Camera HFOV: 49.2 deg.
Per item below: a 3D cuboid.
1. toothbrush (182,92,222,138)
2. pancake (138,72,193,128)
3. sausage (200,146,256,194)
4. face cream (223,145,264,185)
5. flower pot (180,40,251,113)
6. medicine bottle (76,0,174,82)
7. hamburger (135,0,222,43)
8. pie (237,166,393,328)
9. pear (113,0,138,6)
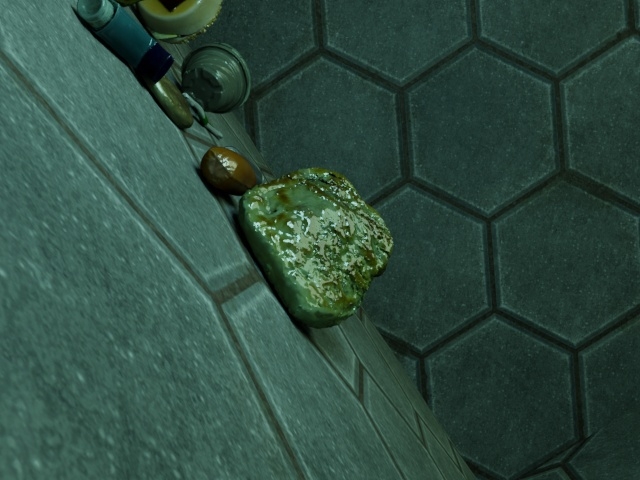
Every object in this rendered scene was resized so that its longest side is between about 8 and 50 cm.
[{"bbox_3d":[-0.355,-0.374,2.129,0.042,0.040,0.418,55,4,8],"label":"toothbrush"},{"bbox_3d":[-0.387,-0.382,1.737,0.242,0.050,0.242,56,3,-4],"label":"pancake"},{"bbox_3d":[-0.217,-0.163,1.675,0.105,0.105,0.274,57,4,4],"label":"sausage"},{"bbox_3d":[-0.228,-0.203,2.056,0.073,0.073,0.283,57,4,14],"label":"face cream"},{"bbox_3d":[-0.344,-0.492,2.184,0.235,0.235,0.140,55,26,-15],"label":"flower pot"},{"bbox_3d":[-0.422,-0.442,1.513,0.124,0.079,0.258,40,0,17],"label":"medicine bottle"},{"bbox_3d":[-0.476,-0.808,2.350,0.302,0.302,0.170,58,-2,20],"label":"hamburger"},{"bbox_3d":[-0.019,-0.001,1.677,0.395,0.180,0.418,49,37,4],"label":"pie"},{"bbox_3d":[-0.496,-0.725,1.747,0.283,0.283,0.283,56,4,-6],"label":"pear"}]
